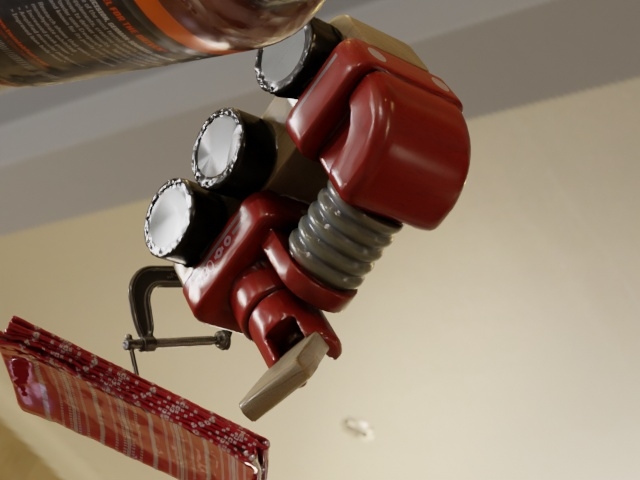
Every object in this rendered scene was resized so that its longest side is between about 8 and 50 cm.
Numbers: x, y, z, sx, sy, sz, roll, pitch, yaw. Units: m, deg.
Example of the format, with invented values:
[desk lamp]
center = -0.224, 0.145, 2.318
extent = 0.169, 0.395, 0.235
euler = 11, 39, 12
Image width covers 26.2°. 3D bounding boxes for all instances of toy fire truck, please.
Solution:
[toy fire truck]
center = 0.000, 0.000, 0.851
extent = 0.158, 0.246, 0.217
euler = 19, -62, -39

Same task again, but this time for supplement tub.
[supplement tub]
center = -0.064, -0.117, 0.520
extent = 0.197, 0.106, 0.106
euler = -1, -44, 42

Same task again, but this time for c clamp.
[c clamp]
center = -0.151, 0.091, 1.478
extent = 0.022, 0.160, 0.137
euler = -27, -104, 45

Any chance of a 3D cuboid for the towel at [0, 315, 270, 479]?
[towel]
center = -0.176, 0.175, 1.301
extent = 0.274, 0.031, 0.199
euler = 24, -27, 9
